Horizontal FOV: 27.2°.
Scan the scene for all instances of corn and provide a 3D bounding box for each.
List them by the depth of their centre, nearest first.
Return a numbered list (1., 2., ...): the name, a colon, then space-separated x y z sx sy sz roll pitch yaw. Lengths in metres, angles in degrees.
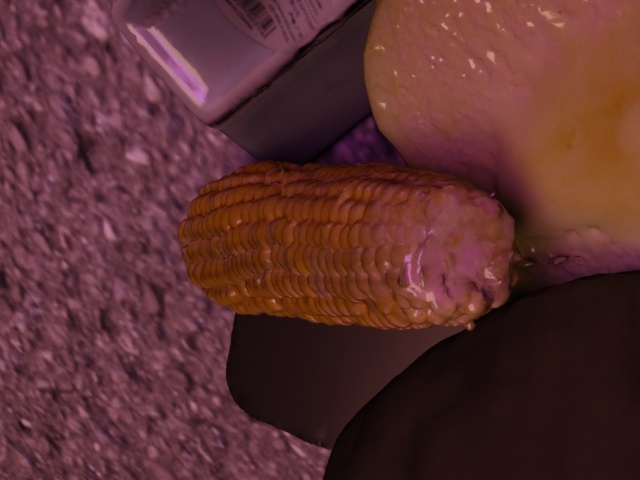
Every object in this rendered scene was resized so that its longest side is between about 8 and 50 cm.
1. corn: 0.000 0.000 0.670 0.086 0.086 0.288 58 159 -16

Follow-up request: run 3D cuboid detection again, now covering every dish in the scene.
1. dish: -0.021 -0.135 0.663 0.182 0.080 0.243 49 134 -7

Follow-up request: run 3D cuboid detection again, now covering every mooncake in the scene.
1. mooncake: 0.167 0.183 0.622 0.356 0.194 0.356 5 139 4

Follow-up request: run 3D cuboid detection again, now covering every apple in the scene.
1. apple: 0.142 -0.087 0.555 0.265 0.120 0.193 -18 116 48

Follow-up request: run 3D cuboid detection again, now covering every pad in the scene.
1. pad: 0.058 0.131 0.826 0.250 0.055 0.323 18 131 21
